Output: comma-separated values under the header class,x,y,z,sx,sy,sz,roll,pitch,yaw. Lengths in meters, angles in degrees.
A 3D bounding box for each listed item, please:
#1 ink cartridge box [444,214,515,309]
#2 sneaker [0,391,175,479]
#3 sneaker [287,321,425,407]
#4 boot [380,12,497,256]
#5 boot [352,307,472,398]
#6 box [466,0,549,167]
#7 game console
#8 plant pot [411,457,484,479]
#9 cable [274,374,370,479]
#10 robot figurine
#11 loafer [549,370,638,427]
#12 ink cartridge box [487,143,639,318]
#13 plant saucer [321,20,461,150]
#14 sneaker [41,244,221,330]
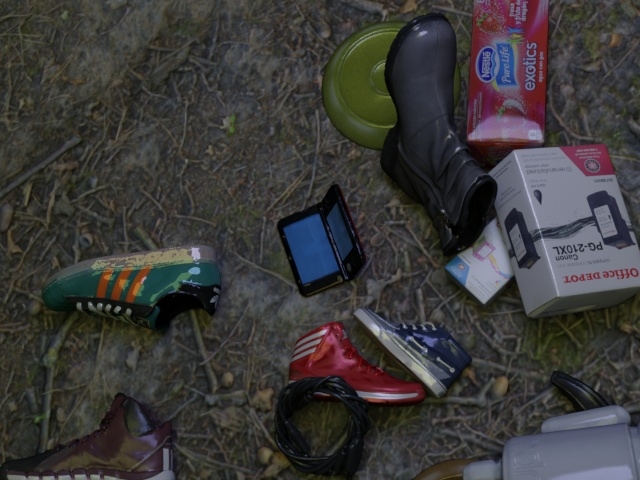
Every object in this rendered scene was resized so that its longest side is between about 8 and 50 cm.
class,x,y,z,sx,sy,sz,roll,pitch,yaw
ink cartridge box,0.269,0.034,1.588,0.122,0.052,0.088,-44,72,-5
sneaker,-0.366,0.324,1.611,0.281,0.106,0.162,2,70,0
sneaker,0.056,0.189,1.569,0.221,0.087,0.128,3,77,10
boot,0.193,-0.152,1.499,0.118,0.338,0.223,-21,51,-15
boot,0.144,0.154,1.577,0.190,0.069,0.086,43,79,10
box,0.302,-0.254,1.620,0.122,0.128,0.257,2,76,11
game console,0.000,0.000,1.633,0.085,0.124,0.144,-13,71,-21
plant pot,0.217,0.443,1.497,0.236,0.032,0.236,-3,74,10
cable,0.000,0.276,1.535,0.150,0.047,0.184,19,119,23
robot figurine,0.374,0.354,1.361,0.353,0.200,0.300,-11,44,14
loafer,0.405,0.261,1.497,0.170,0.062,0.061,40,90,19
ink cartridge box,0.373,-0.016,1.524,0.172,0.100,0.237,-6,71,-22
plant saucer,0.117,-0.271,1.708,0.241,0.037,0.241,-3,74,10
sneaker,-0.312,0.093,1.651,0.302,0.108,0.121,-11,69,6
